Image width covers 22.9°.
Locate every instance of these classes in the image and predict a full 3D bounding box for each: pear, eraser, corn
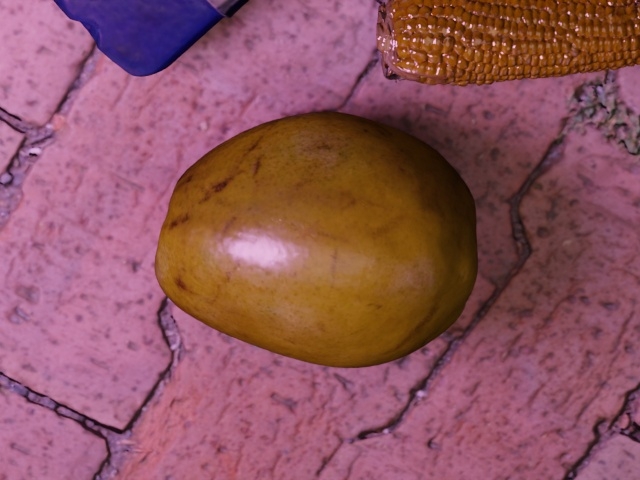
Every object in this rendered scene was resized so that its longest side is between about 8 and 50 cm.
[{"bbox_3d":[0.000,0.000,1.529,0.307,0.253,0.253,8,115,5],"label":"pear"},{"bbox_3d":[-0.090,-0.303,1.451,0.332,0.101,0.155,-39,114,15],"label":"eraser"},{"bbox_3d":[0.199,-0.198,1.524,0.293,0.106,0.106,-3,116,-2],"label":"corn"}]
